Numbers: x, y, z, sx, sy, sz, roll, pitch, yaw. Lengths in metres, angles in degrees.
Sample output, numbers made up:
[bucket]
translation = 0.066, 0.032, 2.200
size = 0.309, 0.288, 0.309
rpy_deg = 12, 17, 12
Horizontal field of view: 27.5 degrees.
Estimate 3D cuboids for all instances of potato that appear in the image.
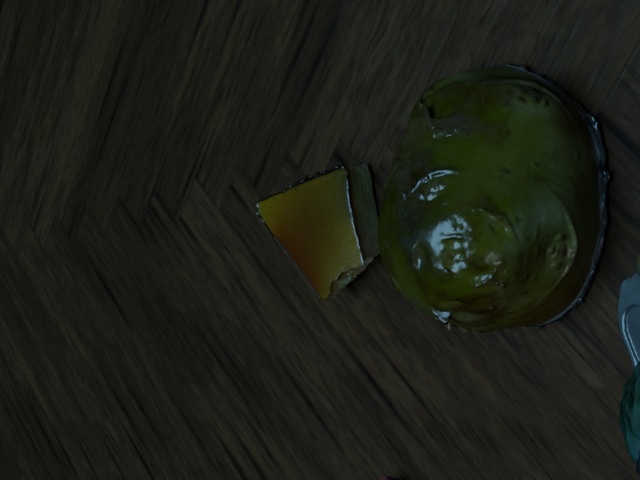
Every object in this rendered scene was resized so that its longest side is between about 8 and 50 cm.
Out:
[potato]
translation = 0.158, -0.052, 1.393
size = 0.246, 0.196, 0.299
rpy_deg = -27, 70, 48

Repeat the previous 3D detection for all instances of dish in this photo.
[dish]
translation = 0.327, 0.097, 1.306
size = 0.091, 0.039, 0.137
rpy_deg = -5, 87, 52

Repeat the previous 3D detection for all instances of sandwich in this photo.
[sandwich]
translation = 0.000, 0.000, 1.703
size = 0.193, 0.058, 0.162
rpy_deg = -19, 78, 49

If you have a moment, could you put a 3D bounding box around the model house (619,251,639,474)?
[model house]
translation = 0.409, -0.010, 1.047
size = 0.339, 0.297, 0.360
rpy_deg = -90, 23, -52

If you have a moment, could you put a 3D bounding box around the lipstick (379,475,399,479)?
[lipstick]
translation = 0.023, 0.391, 1.711
size = 0.312, 0.051, 0.051
rpy_deg = -52, 53, 38
